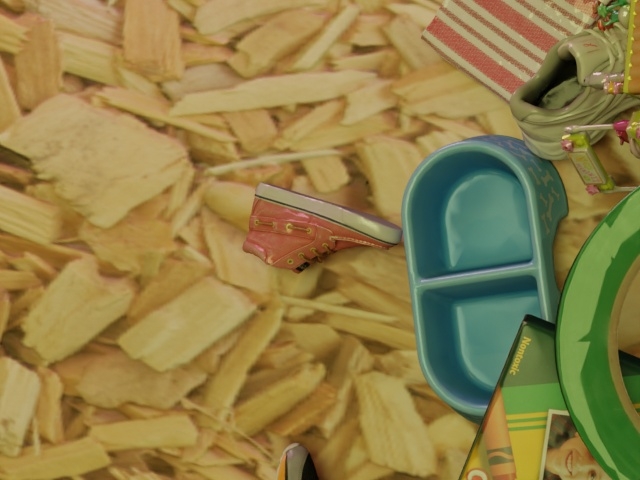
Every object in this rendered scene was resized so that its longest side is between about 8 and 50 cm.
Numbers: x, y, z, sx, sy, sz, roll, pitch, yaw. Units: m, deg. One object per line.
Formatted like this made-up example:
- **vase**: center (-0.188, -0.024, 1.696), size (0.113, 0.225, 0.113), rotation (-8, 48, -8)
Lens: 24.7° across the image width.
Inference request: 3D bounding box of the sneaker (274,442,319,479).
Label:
- **sneaker**: center (0.007, 0.309, 1.484), size (0.083, 0.084, 0.215), rotation (-16, 83, 8)

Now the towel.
- **towel**: center (0.210, -0.242, 1.465), size (0.144, 0.029, 0.197), rotation (41, 104, 21)

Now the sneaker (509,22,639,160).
- **sneaker**: center (0.277, -0.169, 1.373), size (0.232, 0.115, 0.090), rotation (-41, 62, 10)

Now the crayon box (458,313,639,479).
- **crayon box**: center (0.262, 0.292, 1.312), size (0.313, 0.106, 0.363), rotation (22, 95, 8)

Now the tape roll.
- **tape roll**: center (0.357, 0.086, 1.210), size (0.321, 0.077, 0.321), rotation (0, 86, 7)

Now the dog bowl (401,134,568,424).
- **dog bowl**: center (0.163, 0.038, 1.435), size (0.166, 0.074, 0.297), rotation (-9, 83, 23)

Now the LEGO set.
- **LEGO set**: center (0.277, -0.136, 1.313), size (0.107, 0.132, 0.287), rotation (0, 116, 42)

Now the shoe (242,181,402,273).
- **shoe**: center (0.000, 0.000, 1.518), size (0.178, 0.063, 0.081), rotation (18, 94, 29)
